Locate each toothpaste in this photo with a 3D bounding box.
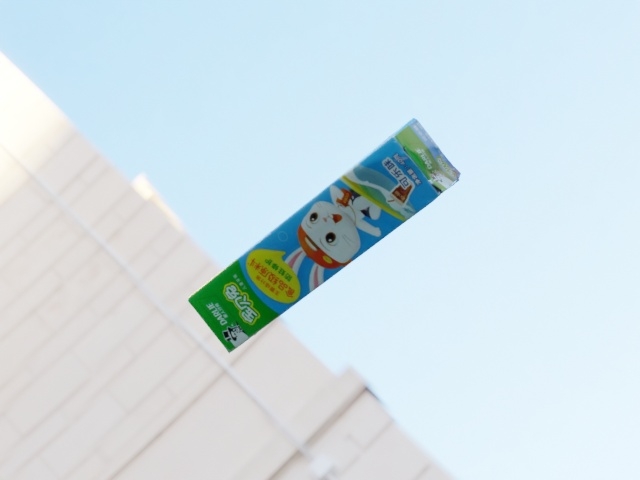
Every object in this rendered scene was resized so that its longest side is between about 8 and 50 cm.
[{"bbox_3d":[0.000,0.000,1.390,0.267,0.065,0.050,-37,3,33],"label":"toothpaste"}]
